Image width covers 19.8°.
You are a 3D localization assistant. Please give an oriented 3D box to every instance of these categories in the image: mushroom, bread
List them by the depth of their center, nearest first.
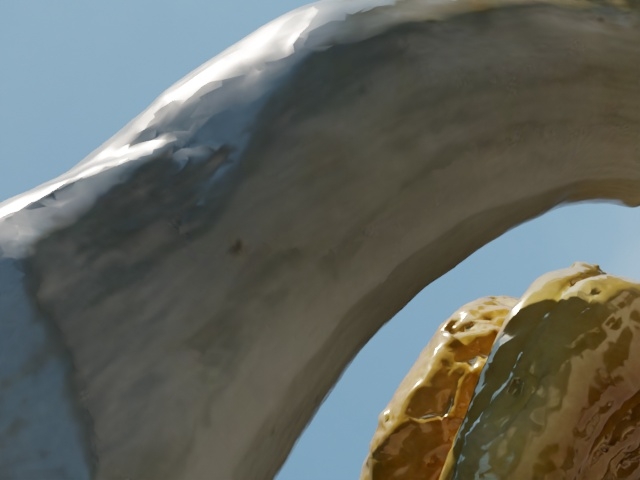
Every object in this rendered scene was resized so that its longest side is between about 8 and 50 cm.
[{"bbox_3d":[0.001,0.000,0.678,0.397,0.177,0.126,-40,-35,-24],"label":"mushroom"},{"bbox_3d":[0.094,0.125,0.774,0.198,0.120,0.236,-52,-34,-39],"label":"bread"}]
